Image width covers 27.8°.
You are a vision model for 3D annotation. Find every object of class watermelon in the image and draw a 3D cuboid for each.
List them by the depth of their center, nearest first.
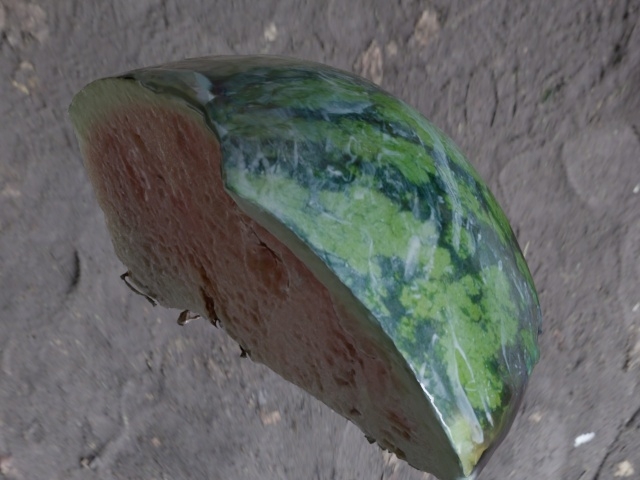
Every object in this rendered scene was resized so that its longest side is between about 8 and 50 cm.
[{"bbox_3d":[0.000,0.000,0.698,0.305,0.224,0.180,30,104,46],"label":"watermelon"}]
